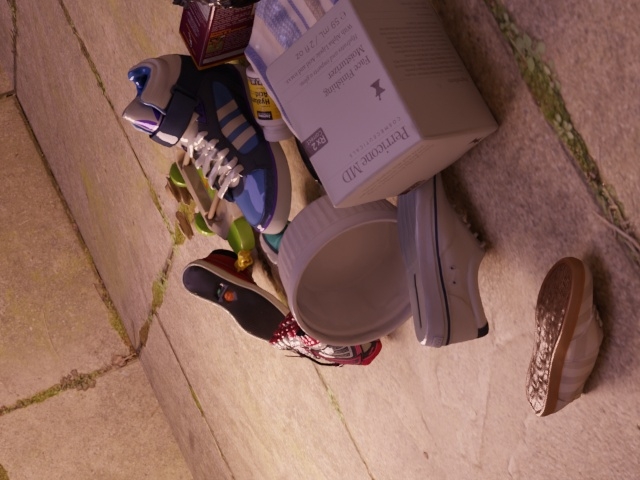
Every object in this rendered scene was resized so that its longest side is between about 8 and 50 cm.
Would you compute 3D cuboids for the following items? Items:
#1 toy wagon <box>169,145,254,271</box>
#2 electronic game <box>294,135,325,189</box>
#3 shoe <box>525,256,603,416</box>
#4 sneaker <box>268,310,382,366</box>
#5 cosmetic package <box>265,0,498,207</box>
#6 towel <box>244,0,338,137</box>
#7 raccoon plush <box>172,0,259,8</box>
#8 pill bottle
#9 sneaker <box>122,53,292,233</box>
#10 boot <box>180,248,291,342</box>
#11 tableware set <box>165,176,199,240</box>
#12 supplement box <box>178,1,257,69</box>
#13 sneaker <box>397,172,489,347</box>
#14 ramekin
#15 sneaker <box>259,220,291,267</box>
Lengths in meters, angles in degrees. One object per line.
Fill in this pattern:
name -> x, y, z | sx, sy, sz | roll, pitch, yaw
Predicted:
toy wagon -> -0.197, -0.103, 2.062 | 0.344, 0.068, 0.267 | 61, 157, 15
electronic game -> 0.018, -0.169, 1.529 | 0.229, 0.048, 0.229 | 40, 137, 52
shoe -> 0.272, 0.104, 1.202 | 0.076, 0.058, 0.219 | -106, 15, -49
sneaker -> 0.002, 0.157, 1.792 | 0.112, 0.121, 0.299 | 40, 170, -12
cosmetic package -> 0.068, -0.157, 1.226 | 0.151, 0.151, 0.183 | -37, 74, 39
towel -> -0.031, -0.295, 1.474 | 0.209, 0.034, 0.285 | 60, 148, 32
raccoon plush -> -0.186, -0.449, 1.270 | 0.216, 0.446, 0.299 | -105, 21, -49
pill bottle -> -0.072, -0.213, 1.674 | 0.065, 0.065, 0.116 | 33, 140, 55
sneaker -> -0.195, -0.150, 1.717 | 0.130, 0.236, 0.323 | -46, 54, 48
boot -> -0.128, 0.098, 2.086 | 0.244, 0.176, 0.088 | 32, 108, 8
tableware set -> -0.276, -0.068, 2.245 | 0.169, 0.020, 0.141 | -15, -98, -80
supplement box -> -0.143, -0.351, 1.656 | 0.081, 0.104, 0.188 | 62, 157, 16
sneaker -> 0.151, 0.004, 1.340 | 0.094, 0.091, 0.258 | 131, 136, -71
ramekin -> 0.040, 0.029, 1.467 | 0.109, 0.207, 0.207 | -125, 24, -49
sneaker -> 0.000, 0.000, 1.701 | 0.275, 0.107, 0.110 | 22, 111, 55
